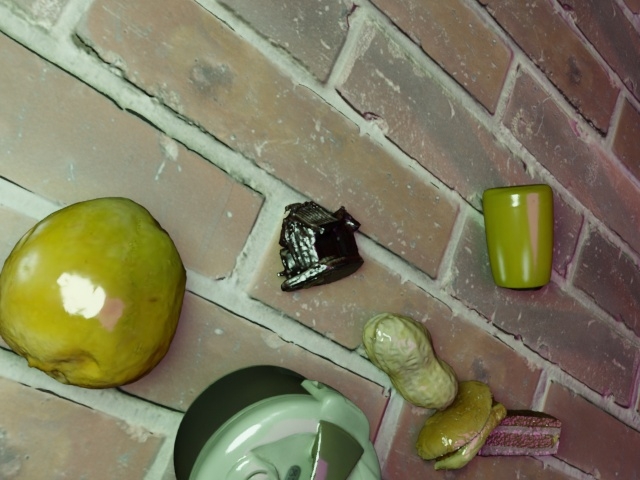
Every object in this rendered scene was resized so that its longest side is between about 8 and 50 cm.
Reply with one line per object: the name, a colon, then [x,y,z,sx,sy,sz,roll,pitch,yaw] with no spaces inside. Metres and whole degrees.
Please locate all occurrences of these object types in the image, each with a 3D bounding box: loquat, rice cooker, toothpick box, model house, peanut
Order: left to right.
loquat: [-0.335,0.078,0.866,0.276,0.276,0.284,48,62,-23]
rice cooker: [-0.073,0.390,0.958,0.334,0.325,0.336,-1,92,-20]
model house: [-0.003,0.004,1.182,0.203,0.141,0.164,-4,68,-54]
peanut: [0.211,0.279,1.294,0.149,0.149,0.313,-49,114,-25]
toothpick box: [0.519,-0.006,1.483,0.174,0.175,0.272,-8,96,-33]

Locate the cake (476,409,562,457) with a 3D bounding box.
cake: [0.528,0.517,1.520,0.295,0.112,0.116,6,83,-28]

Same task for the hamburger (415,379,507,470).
hamburger: [0.347,0.444,1.379,0.262,0.131,0.124,-39,90,-28]
